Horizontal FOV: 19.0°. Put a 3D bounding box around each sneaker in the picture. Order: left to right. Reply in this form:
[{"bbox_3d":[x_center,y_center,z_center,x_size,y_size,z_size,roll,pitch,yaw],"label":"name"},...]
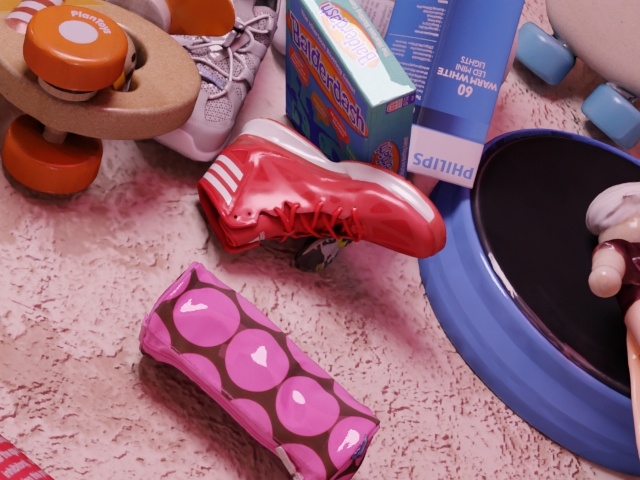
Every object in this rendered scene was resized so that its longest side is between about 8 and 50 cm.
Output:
[{"bbox_3d":[-0.099,-0.183,1.752,0.105,0.115,0.281,27,38,-11],"label":"sneaker"},{"bbox_3d":[-0.010,-0.013,1.652,0.221,0.087,0.128,24,54,27],"label":"sneaker"},{"bbox_3d":[0.000,0.000,1.712,0.035,0.031,0.083,23,37,28],"label":"sneaker"}]

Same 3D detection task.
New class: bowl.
[{"bbox_3d":[0.278,0.049,1.829,0.391,0.077,0.391,21,41,-19],"label":"bowl"}]

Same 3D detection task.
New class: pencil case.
[{"bbox_3d":[-0.052,0.114,1.502,0.209,0.095,0.098,40,53,9],"label":"pencil case"}]

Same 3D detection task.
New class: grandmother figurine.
[{"bbox_3d":[0.301,0.071,1.690,0.208,0.104,0.342,45,25,-36],"label":"grandmother figurine"}]

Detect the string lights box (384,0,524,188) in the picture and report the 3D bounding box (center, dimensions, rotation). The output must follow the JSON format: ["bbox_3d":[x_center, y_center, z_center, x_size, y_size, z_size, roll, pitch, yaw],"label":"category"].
[{"bbox_3d":[0.118,-0.190,1.786,0.077,0.259,0.133,13,5,-22],"label":"string lights box"}]

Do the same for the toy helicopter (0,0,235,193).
[{"bbox_3d":[-0.238,-0.206,1.667,0.235,0.140,0.355,-24,54,-41],"label":"toy helicopter"}]

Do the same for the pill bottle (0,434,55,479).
[{"bbox_3d":[-0.258,0.207,1.130,0.408,0.229,0.229,40,38,5],"label":"pill bottle"}]

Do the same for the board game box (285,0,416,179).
[{"bbox_3d":[0.023,-0.125,1.714,0.047,0.210,0.160,-23,61,-15],"label":"board game box"}]

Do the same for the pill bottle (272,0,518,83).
[{"bbox_3d":[0.076,-0.218,1.910,0.229,0.131,0.131,16,42,-25],"label":"pill bottle"}]

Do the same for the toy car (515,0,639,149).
[{"bbox_3d":[0.354,-0.236,2.132,0.210,0.219,0.238,42,9,8],"label":"toy car"}]
